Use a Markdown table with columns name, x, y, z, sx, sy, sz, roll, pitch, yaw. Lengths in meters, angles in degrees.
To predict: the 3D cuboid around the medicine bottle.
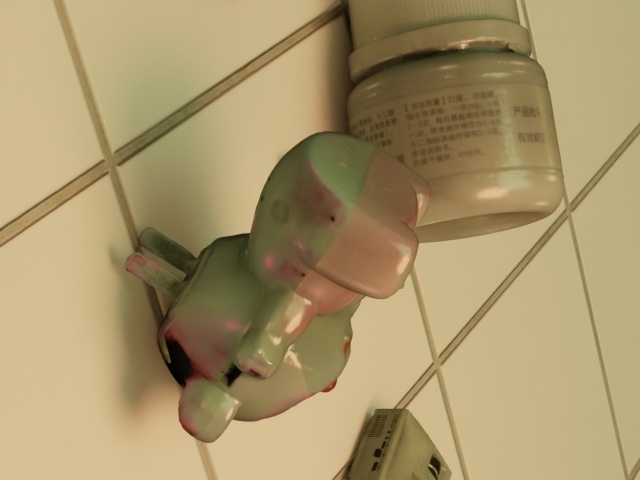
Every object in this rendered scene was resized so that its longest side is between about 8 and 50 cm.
| name | x | y | z | sx | sy | sz | roll | pitch | yaw |
| --- | --- | --- | --- | --- | --- | --- | --- | --- | --- |
| medicine bottle | 0.153 | -0.164 | 1.928 | 0.245 | 0.245 | 0.306 | 5 | 76 | -58 |

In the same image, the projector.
| name | x | y | z | sx | sy | sz | roll | pitch | yaw |
| --- | --- | --- | --- | --- | --- | --- | --- | --- | --- |
| projector | 0.096 | 0.292 | 1.980 | 0.147 | 0.061 | 0.115 | 57 | 44 | -39 |

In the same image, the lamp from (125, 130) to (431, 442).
| name | x | y | z | sx | sy | sz | roll | pitch | yaw |
| --- | --- | --- | --- | --- | --- | --- | --- | --- | --- |
| lamp | -0.054 | 0.035 | 1.576 | 0.247 | 0.301 | 0.247 | 31 | 30 | -11 |
